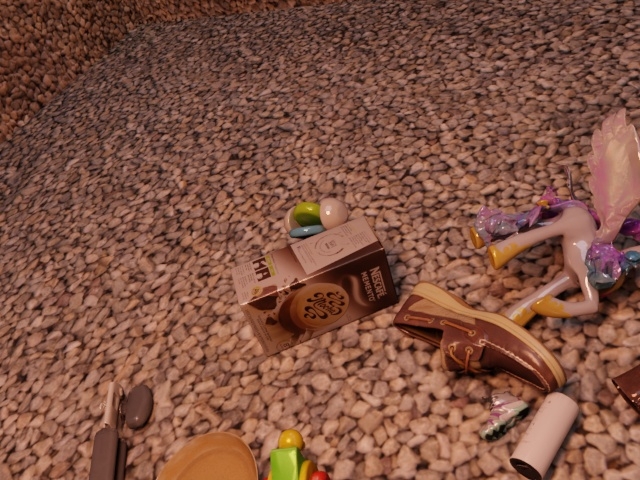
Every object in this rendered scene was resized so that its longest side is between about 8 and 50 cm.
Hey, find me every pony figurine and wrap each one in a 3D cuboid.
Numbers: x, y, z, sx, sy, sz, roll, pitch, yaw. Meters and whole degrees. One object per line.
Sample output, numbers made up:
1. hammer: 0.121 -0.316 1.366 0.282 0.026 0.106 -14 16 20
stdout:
1. pony figurine: 0.478 -0.015 1.133 0.363 0.303 0.351 -15 72 1

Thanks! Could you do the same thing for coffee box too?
1. coffee box: -0.009 0.093 1.248 0.297 0.168 0.119 -23 40 -2

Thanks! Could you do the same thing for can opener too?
1. can opener: -0.380 0.382 1.148 0.093 0.074 0.280 -14 41 6

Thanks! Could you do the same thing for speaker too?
1. speaker: 0.349 0.304 0.956 0.055 0.055 0.136 20 54 37

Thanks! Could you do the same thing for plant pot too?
1. plant pot: -0.193 0.435 1.011 0.236 0.032 0.236 -22 41 21

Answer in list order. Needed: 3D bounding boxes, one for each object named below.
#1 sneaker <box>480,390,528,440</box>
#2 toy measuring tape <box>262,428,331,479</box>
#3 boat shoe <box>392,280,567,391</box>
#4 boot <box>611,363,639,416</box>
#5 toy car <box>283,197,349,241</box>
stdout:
1. sneaker: 0.288 0.285 1.019 0.098 0.038 0.069 -26 38 -21
2. toy measuring tape: -0.032 0.458 0.931 0.121 0.121 0.330 -11 64 11
3. boat shoe: 0.262 0.187 1.082 0.123 0.123 0.342 -44 42 -14
4. boot: 0.602 0.245 0.921 0.207 0.090 0.248 -36 43 0
5. toy car: 0.000 0.000 1.344 0.159 0.182 0.136 -9 44 41
